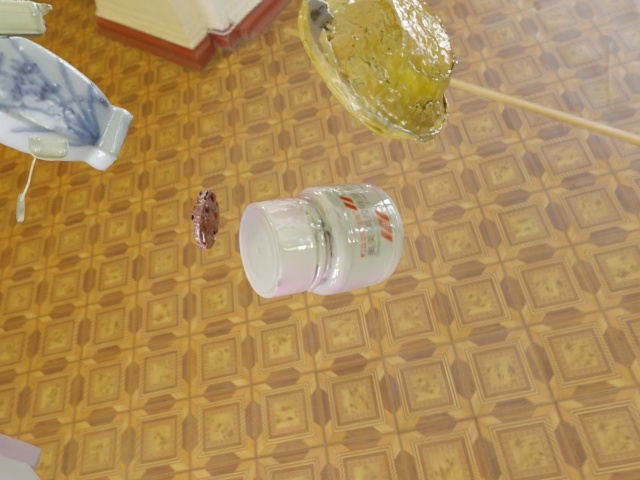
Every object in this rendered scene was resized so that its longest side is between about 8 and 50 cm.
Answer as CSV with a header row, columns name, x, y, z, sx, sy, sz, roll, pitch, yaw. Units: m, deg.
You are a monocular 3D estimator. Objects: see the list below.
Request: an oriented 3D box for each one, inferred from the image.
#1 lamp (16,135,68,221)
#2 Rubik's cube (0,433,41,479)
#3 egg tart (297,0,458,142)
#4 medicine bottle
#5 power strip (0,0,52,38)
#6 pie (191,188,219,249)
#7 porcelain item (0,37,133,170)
name,x,y,z,sx,sy,sz,roll,pitch,yaw
lamp,-0.490,-0.100,0.815,0.198,0.056,0.050,-45,57,37
Rubik's cube,-0.562,0.377,0.582,0.368,0.358,0.387,30,75,-19
egg tart,0.163,-0.427,1.056,0.178,0.443,0.443,-33,49,43
medicine bottle,0.000,0.000,1.089,0.324,0.256,0.256,-7,53,-31
power strip,-0.532,-0.315,0.673,0.270,0.046,0.118,-13,21,-27
pie,-0.277,-0.051,1.138,0.038,0.153,0.154,3,63,3
porcelain item,-0.660,-0.323,1.079,0.178,0.405,0.243,-6,66,46
